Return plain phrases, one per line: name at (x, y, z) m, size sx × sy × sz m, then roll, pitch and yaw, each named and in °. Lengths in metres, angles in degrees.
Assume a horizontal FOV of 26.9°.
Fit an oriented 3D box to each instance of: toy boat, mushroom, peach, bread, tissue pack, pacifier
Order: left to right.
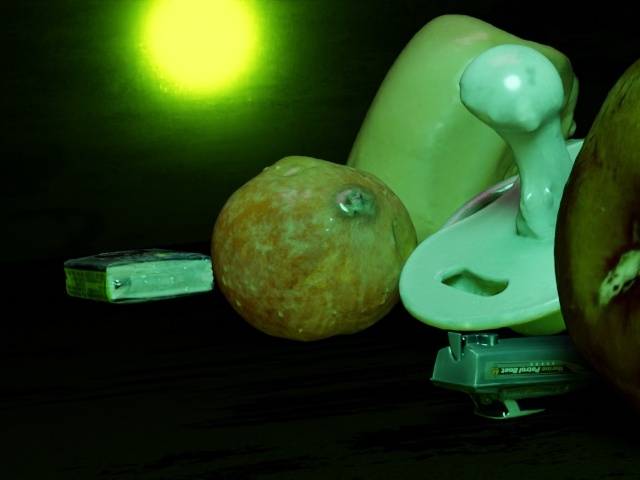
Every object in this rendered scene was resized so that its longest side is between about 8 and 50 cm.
tissue pack at (-0.282, 0.054, 2.066) m, size 0.173 × 0.073 × 0.235 m, roll -6°, pitch 4°, yaw -25°
peach at (0.000, 0.000, 1.408) m, size 0.232 × 0.233 × 0.232 m, roll -6°, pitch 4°, yaw 0°
bread at (0.193, -0.138, 1.985) m, size 0.253 × 0.376 × 0.348 m, roll 26°, pitch 10°, yaw 24°
pacifier at (0.201, -0.062, 1.279) m, size 0.343 × 0.269 × 0.288 m, roll -33°, pitch 23°, yaw -25°
toy boat at (0.150, 0.093, 0.949) m, size 0.141 × 0.060 × 0.055 m, roll 0°, pitch 0°, yaw -31°
mushroom at (0.255, -0.004, 0.833) m, size 0.254 × 0.267 × 0.267 m, roll -9°, pitch 5°, yaw -40°

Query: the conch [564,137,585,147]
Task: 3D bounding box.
conch at (0.371, -0.044, 1.872) m, size 0.200 × 0.172 × 0.131 m, roll -16°, pitch 21°, yaw 9°
